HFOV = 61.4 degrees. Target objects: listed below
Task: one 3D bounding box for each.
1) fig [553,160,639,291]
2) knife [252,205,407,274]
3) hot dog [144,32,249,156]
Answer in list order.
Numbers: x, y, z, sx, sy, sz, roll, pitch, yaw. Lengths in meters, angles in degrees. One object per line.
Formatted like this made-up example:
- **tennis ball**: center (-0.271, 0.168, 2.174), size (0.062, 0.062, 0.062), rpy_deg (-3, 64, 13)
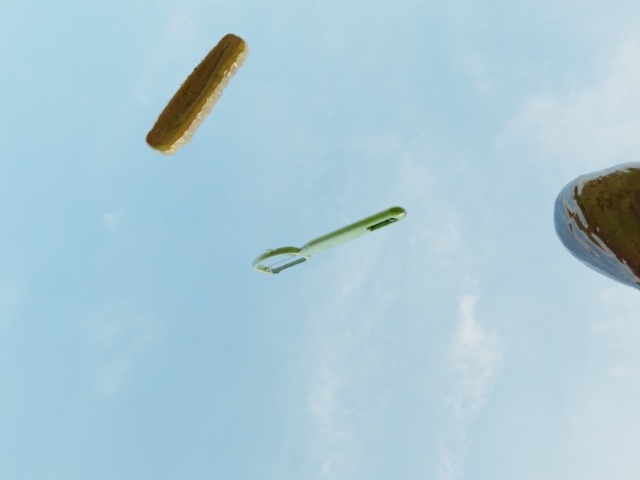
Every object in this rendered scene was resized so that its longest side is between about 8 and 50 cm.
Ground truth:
- **fig**: center (0.539, 0.018, 0.901), size (0.217, 0.217, 0.320), rpy_deg (-10, -127, 1)
- **knife**: center (0.000, -0.001, 0.606), size (0.212, 0.054, 0.015), rpy_deg (-21, -121, 33)
- **hot dog**: center (-0.234, -0.282, 1.049), size (0.088, 0.061, 0.286), rpy_deg (34, -98, 27)
